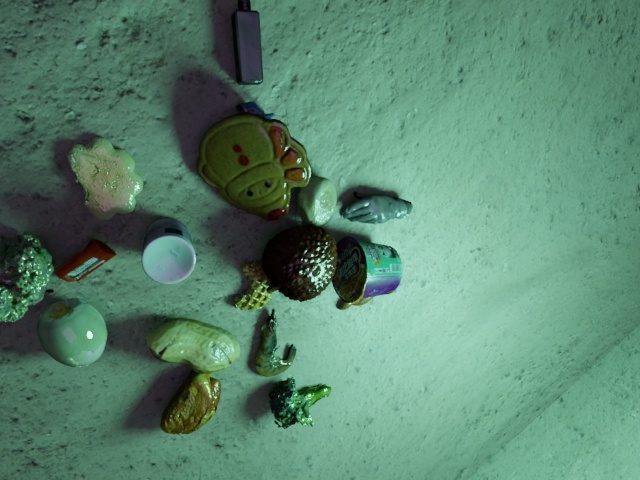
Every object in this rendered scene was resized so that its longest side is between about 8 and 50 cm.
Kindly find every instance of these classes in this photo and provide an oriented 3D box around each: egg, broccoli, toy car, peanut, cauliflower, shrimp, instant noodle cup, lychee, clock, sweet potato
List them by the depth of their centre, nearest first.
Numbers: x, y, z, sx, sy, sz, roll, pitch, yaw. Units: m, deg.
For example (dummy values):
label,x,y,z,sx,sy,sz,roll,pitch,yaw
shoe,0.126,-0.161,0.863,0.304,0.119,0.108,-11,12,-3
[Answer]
label,x,y,z,sx,sy,sz,roll,pitch,yaw
cauliflower,-0.906,0.099,1.201,0.315,0.239,0.256,20,89,-59
clock,-0.741,0.064,1.349,0.155,0.113,0.061,-38,84,-8
egg,-0.773,0.299,1.358,0.183,0.183,0.217,-18,117,-16
toy car,-0.197,-0.379,1.434,0.100,0.097,0.191,-34,114,-13
lychee,-0.070,0.080,1.512,0.304,0.275,0.276,-45,115,-14
peanut,-0.443,0.370,1.515,0.340,0.158,0.174,26,56,-21
instant noodle cup,0.181,0.111,1.645,0.190,0.251,0.251,2,104,-30
shrimp,-0.165,0.406,1.692,0.169,0.058,0.296,4,107,-29
broccoli,-0.062,0.641,1.712,0.274,0.198,0.177,4,103,-21
sweet potato,0.166,0.237,1.766,0.202,0.055,0.058,-24,75,-11

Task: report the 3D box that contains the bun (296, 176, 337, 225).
label,x,y,z,sx,sy,sz,roll,pitch,yaw
bun,-0.024,-0.143,1.555,0.173,0.113,0.166,-62,147,-16

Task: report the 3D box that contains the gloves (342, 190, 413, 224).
label,x,y,z,sx,sy,sz,roll,pitch,yaw
gloves,0.221,-0.129,1.668,0.285,0.119,0.142,-10,77,-15

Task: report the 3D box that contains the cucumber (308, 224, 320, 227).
label,x,y,z,sx,sy,sz,roll,pitch,yaw
cucumber,0.000,0.000,1.641,0.053,0.053,0.181,-29,111,-11

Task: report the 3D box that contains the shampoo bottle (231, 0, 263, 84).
label,x,y,z,sx,sy,sz,roll,pitch,yaw
shampoo bottle,-0.232,-0.624,1.361,0.079,0.080,0.246,-8,107,-20

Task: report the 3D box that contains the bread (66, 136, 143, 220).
label,x,y,z,sx,sy,sz,roll,pitch,yaw
bread,-0.660,-0.195,1.341,0.181,0.039,0.251,-19,110,-15

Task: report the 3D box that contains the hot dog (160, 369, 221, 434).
label,x,y,z,sx,sy,sz,roll,pitch,yaw
hot dog,-0.461,0.603,1.585,0.153,0.150,0.257,34,91,-15

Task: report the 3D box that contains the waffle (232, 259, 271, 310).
label,x,y,z,sx,sy,sz,roll,pitch,yaw
waffle,-0.249,0.169,1.591,0.149,0.051,0.194,-3,106,-22

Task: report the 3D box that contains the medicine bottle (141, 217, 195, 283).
label,x,y,z,sx,sy,sz,roll,pitch,yaw
medicine bottle,-0.478,0.025,1.351,0.152,0.254,0.152,-6,107,-20

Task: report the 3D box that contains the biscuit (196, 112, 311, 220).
label,x,y,z,sx,sy,sz,roll,pitch,yaw
biscuit,-0.211,-0.230,1.415,0.359,0.074,0.381,-19,117,17
